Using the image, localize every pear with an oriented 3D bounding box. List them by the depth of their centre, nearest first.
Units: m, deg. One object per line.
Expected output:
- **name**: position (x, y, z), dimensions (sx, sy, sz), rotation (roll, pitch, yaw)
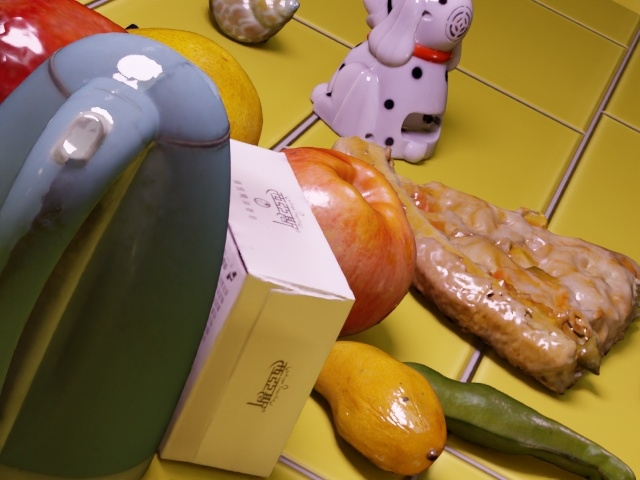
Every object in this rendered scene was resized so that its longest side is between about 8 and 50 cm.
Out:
- **pear**: position (-0.170, -0.124, 1.723), dimensions (0.209, 0.209, 0.209), rotation (21, 24, -10)

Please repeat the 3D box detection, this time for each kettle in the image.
- **kettle**: position (-0.191, 0.014, 1.250), dimensions (0.247, 0.342, 0.319), rotation (26, 24, 0)

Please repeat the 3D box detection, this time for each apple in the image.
- **apple**: position (0.000, 0.000, 1.675), dimensions (0.209, 0.164, 0.209), rotation (33, 18, -12)

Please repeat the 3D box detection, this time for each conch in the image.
- **conch**: position (-0.101, -0.336, 2.373), dimensions (0.116, 0.106, 0.173), rotation (42, 8, -8)

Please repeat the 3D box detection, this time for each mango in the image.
- **mango**: position (0.054, 0.150, 1.539), dimensions (0.098, 0.075, 0.190), rotation (-21, 35, -20)

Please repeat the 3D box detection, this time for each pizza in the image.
- **pizza**: position (0.212, 0.038, 1.934), dimensions (0.435, 0.080, 0.392), rotation (20, 24, -9)

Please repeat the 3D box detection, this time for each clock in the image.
- **clock**: position (0.115, -0.254, 2.232), dimensions (0.189, 0.254, 0.189), rotation (18, 21, -7)

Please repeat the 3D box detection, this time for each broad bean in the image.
- **broad bean**: position (0.188, 0.190, 1.622), dimensions (0.318, 0.056, 0.098), rotation (29, 24, 2)

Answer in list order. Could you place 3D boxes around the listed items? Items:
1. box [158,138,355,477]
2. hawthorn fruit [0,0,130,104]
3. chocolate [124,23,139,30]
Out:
- **box**: position (-0.083, 0.049, 1.468), dimensions (0.111, 0.194, 0.260), rotation (13, 27, -26)
- **hawthorn fruit**: position (-0.264, -0.100, 1.520), dimensions (0.307, 0.265, 0.265), rotation (8, 29, -33)
- **chocolate**: position (-0.277, -0.182, 1.869), dimensions (0.148, 0.126, 0.343), rotation (24, 16, 19)
